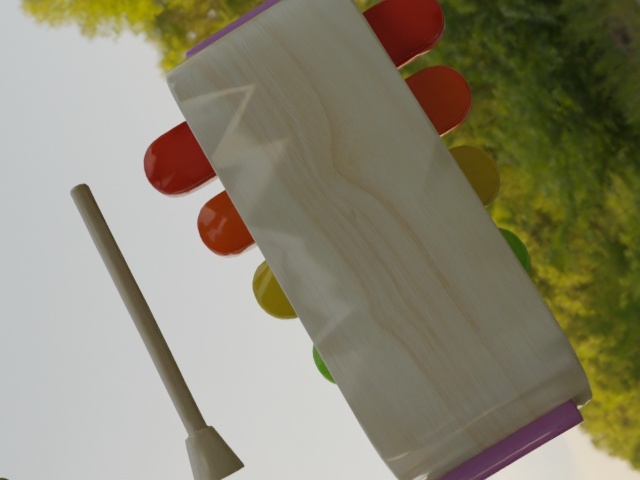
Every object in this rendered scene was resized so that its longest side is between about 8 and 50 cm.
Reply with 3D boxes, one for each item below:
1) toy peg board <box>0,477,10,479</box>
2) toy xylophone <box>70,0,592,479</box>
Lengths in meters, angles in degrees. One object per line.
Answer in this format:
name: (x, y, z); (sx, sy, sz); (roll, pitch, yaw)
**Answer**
toy peg board: (-0.302, 0.294, 0.951); (0.161, 0.079, 0.160); (30, -176, 25)
toy xylophone: (0.000, 0.000, 0.601); (0.081, 0.236, 0.323); (42, -155, -77)
